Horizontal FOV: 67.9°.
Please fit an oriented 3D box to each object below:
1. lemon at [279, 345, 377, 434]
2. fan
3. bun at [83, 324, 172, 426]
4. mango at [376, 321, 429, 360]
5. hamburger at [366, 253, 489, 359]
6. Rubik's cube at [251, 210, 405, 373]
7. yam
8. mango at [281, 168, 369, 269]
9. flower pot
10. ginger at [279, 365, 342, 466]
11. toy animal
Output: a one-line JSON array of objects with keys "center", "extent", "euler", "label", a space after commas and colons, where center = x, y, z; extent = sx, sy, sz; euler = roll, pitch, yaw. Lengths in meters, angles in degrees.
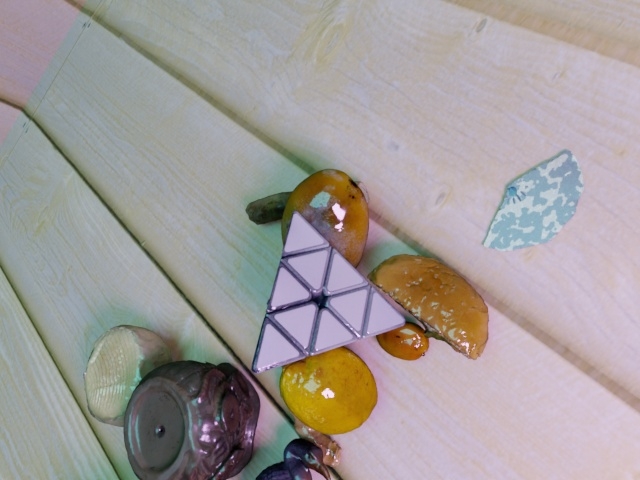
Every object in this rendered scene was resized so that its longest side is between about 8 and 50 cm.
[{"center": [0.016, 0.287, 0.936], "extent": [0.170, 0.207, 0.170], "euler": [-36, 23, 18], "label": "lemon"}, {"center": [0.411, -0.065, 0.912], "extent": [0.240, 0.009, 0.131], "euler": [-50, 60, 9], "label": "fan"}, {"center": [-0.483, 0.348, 1.234], "extent": [0.259, 0.152, 0.260], "euler": [-10, 69, 28], "label": "bun"}, {"center": [0.162, 0.197, 0.957], "extent": [0.114, 0.060, 0.080], "euler": [16, 99, 31], "label": "mango"}, {"center": [0.217, 0.112, 0.910], "extent": [0.262, 0.124, 0.131], "euler": [41, 97, 30], "label": "hamburger"}, {"center": [-0.019, 0.128, 0.941], "extent": [0.233, 0.228, 0.229], "euler": [-45, 45, 12], "label": "Rubik's cube"}, {"center": [-0.038, -0.089, 1.141], "extent": [0.317, 0.067, 0.071], "euler": [-8, 62, 27], "label": "yam"}, {"center": [0.000, 0.000, 1.030], "extent": [0.192, 0.146, 0.317], "euler": [24, 113, 17], "label": "mango"}, {"center": [-0.275, 0.412, 1.062], "extent": [0.301, 0.213, 0.302], "euler": [-8, 74, 28], "label": "flower pot"}, {"center": [-0.040, 0.349, 1.028], "extent": [0.089, 0.075, 0.288], "euler": [-38, 65, 22], "label": "ginger"}, {"center": [-0.072, 0.545, 0.960], "extent": [0.298, 0.122, 0.185], "euler": [-57, 50, 25], "label": "toy animal"}]
